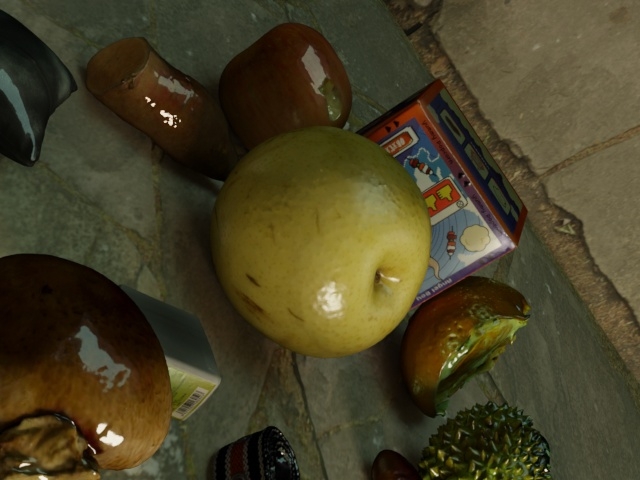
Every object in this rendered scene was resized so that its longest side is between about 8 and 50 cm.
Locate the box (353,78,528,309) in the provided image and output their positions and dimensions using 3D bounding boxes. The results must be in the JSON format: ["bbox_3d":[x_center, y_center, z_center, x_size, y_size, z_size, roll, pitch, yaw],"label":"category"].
[{"bbox_3d":[0.146,-0.059,2.098,0.318,0.348,0.257,56,22,-8],"label":"box"}]

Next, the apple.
[{"bbox_3d":[-0.056,-0.260,2.091,0.241,0.242,0.242,56,22,-8],"label":"apple"}]

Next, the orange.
[{"bbox_3d":[0.256,0.190,2.131,0.196,0.262,0.334,26,20,11],"label":"orange"}]

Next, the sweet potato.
[{"bbox_3d":[-0.212,-0.188,1.806,0.336,0.131,0.131,38,29,-38],"label":"sweet potato"}]

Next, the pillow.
[{"bbox_3d":[-0.405,-0.210,1.459,0.186,0.106,0.250,41,24,-20],"label":"pillow"}]

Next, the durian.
[{"bbox_3d":[0.272,0.412,1.924,0.291,0.224,0.291,3,90,-80],"label":"durian"}]

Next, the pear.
[{"bbox_3d":[0.000,0.000,1.730,0.348,0.348,0.348,45,25,-28],"label":"pear"}]

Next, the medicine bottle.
[{"bbox_3d":[-0.225,0.126,1.378,0.188,0.088,0.132,28,24,-38],"label":"medicine bottle"}]

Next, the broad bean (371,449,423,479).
[{"bbox_3d":[0.132,0.406,1.801,0.114,0.084,0.165,58,8,-49],"label":"broad bean"}]

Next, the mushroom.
[{"bbox_3d":[-0.271,0.135,1.145,0.263,0.195,0.283,21,42,-37],"label":"mushroom"}]

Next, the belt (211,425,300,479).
[{"bbox_3d":[-0.075,0.378,1.377,0.126,0.094,0.359,41,26,-34],"label":"belt"}]
